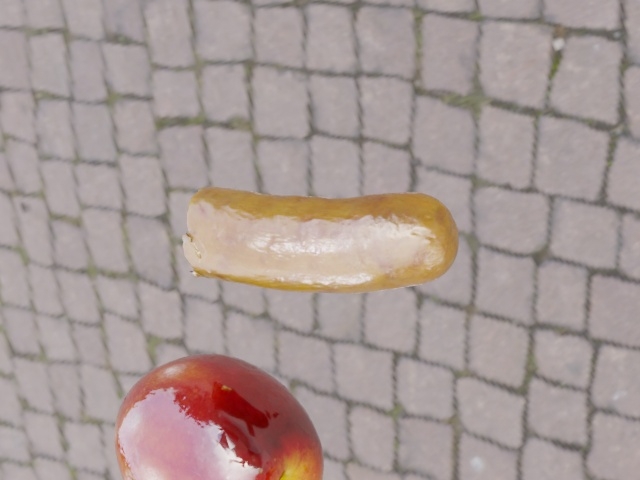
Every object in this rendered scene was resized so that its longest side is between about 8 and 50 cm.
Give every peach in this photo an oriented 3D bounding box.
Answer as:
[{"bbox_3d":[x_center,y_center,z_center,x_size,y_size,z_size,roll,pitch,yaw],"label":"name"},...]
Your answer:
[{"bbox_3d":[-0.111,0.234,1.534,0.243,0.199,0.243,39,149,29],"label":"peach"}]

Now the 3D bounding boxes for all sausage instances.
[{"bbox_3d":[0.000,-0.001,1.406,0.270,0.109,0.109,1,110,10],"label":"sausage"}]
